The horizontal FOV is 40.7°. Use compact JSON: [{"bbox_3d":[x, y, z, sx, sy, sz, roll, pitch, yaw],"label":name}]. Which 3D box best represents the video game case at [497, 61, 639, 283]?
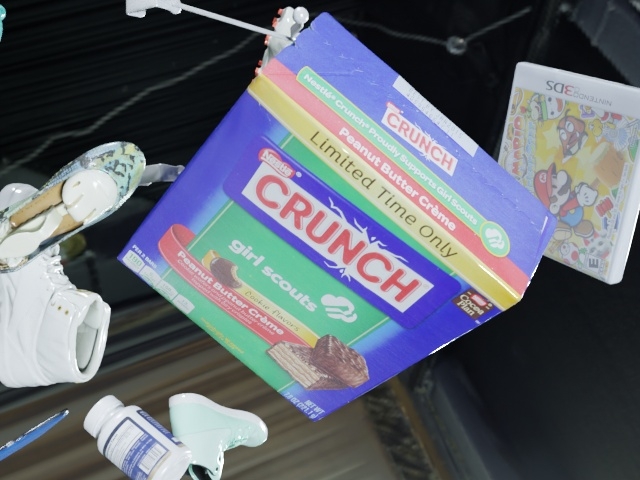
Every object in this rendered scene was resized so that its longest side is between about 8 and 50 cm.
[{"bbox_3d":[0.301,-0.088,1.055,0.206,0.026,0.227,30,-61,48],"label":"video game case"}]

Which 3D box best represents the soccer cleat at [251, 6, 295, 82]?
[{"bbox_3d":[-0.063,-0.324,1.501,0.196,0.076,0.068,118,-9,-53],"label":"soccer cleat"}]

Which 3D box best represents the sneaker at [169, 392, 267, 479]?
[{"bbox_3d":[-0.189,0.386,1.587,0.256,0.094,0.151,34,44,-48],"label":"sneaker"}]

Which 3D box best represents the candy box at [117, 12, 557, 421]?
[{"bbox_3d":[0.000,0.000,0.782,0.268,0.122,0.317,40,-43,-7],"label":"candy box"}]

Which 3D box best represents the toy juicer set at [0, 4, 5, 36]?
[{"bbox_3d":[-0.615,-0.391,1.460,0.209,0.089,0.329,63,36,-54],"label":"toy juicer set"}]

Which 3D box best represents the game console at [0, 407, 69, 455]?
[{"bbox_3d":[-0.641,0.353,1.599,0.250,0.173,0.293,31,-31,-14],"label":"game console"}]

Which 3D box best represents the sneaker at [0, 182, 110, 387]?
[{"bbox_3d":[-0.369,0.058,1.213,0.108,0.169,0.292,2,84,-63],"label":"sneaker"}]

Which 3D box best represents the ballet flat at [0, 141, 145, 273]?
[{"bbox_3d":[-0.248,-0.026,0.826,0.070,0.188,0.070,55,7,-10],"label":"ballet flat"}]

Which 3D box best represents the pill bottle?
[{"bbox_3d":[-0.299,0.328,1.398,0.169,0.094,0.094,34,-32,18],"label":"pill bottle"}]

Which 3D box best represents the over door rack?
[{"bbox_3d":[-0.082,-0.182,1.123,0.108,0.324,0.239,-8,-97,52],"label":"over door rack"}]
